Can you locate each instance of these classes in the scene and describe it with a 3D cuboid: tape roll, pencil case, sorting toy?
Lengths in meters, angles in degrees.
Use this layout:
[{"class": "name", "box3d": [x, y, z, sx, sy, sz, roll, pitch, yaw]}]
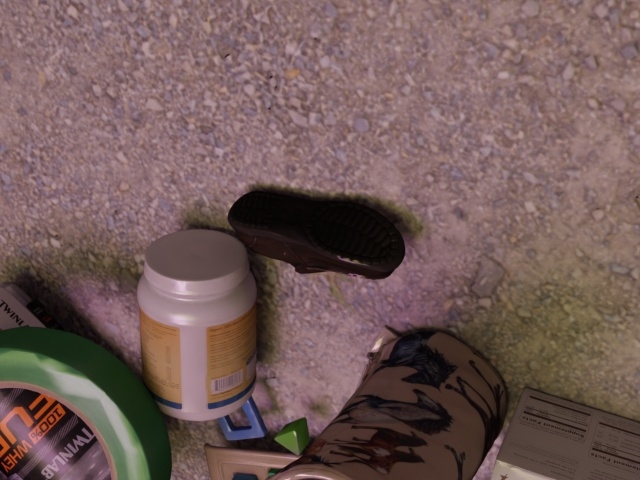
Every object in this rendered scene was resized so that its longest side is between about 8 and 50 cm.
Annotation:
[{"class": "tape roll", "box3d": [-0.345, 0.266, 1.350, 0.321, 0.077, 0.321, 4, 107, 12]}, {"class": "pencil case", "box3d": [0.064, 0.231, 1.157, 0.183, 0.410, 0.160, 28, 114, 14]}, {"class": "sorting toy", "box3d": [-0.063, 0.361, 1.455, 0.196, 0.047, 0.347, 3, 117, 26]}]

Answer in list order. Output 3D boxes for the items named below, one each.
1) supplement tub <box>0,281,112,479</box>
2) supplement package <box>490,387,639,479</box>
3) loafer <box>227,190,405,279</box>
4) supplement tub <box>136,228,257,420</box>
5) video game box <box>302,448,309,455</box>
[{"class": "supplement tub", "box3d": [-0.376, 0.224, 1.488, 0.316, 0.193, 0.193, 43, 126, -3]}, {"class": "supplement package", "box3d": [0.322, 0.322, 1.250, 0.262, 0.145, 0.204, 16, 122, 17]}, {"class": "loafer", "box3d": [0.000, 0.000, 1.271, 0.220, 0.080, 0.078, 17, 146, 27]}, {"class": "supplement tub", "box3d": [-0.149, 0.102, 1.344, 0.144, 0.144, 0.199, 13, 121, 18]}, {"class": "video game box", "box3d": [0.038, 0.356, 1.460, 0.187, 0.048, 0.205, 39, 126, -1]}]
